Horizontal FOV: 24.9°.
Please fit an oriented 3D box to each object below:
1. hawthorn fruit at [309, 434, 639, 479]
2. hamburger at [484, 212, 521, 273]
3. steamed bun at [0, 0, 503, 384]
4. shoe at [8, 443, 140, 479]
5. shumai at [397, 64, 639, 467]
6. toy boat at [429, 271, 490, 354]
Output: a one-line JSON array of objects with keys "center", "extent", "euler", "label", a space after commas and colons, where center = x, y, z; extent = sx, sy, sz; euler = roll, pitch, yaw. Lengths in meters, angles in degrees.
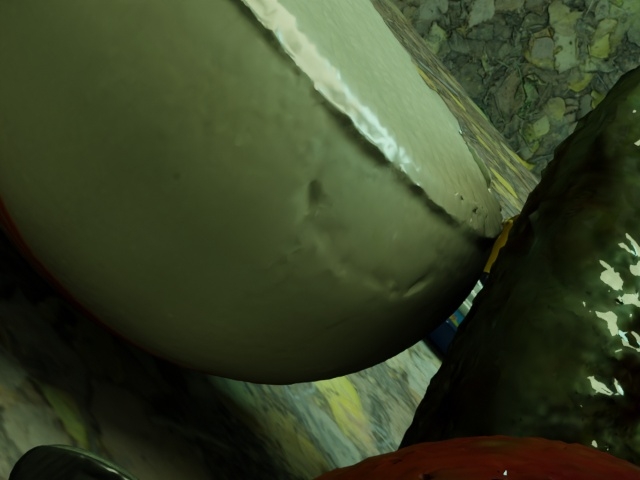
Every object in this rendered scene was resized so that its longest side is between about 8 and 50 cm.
[{"center": [0.033, 0.204, 0.400], "extent": [0.316, 0.316, 0.316], "euler": [44, 14, -14], "label": "hawthorn fruit"}, {"center": [0.211, 0.047, 1.596], "extent": [0.115, 0.162, 0.162], "euler": [42, 14, 1], "label": "hamburger"}, {"center": [-0.074, -0.069, 0.864], "extent": [0.374, 0.241, 0.374], "euler": [49, 11, -13], "label": "steamed bun"}, {"center": [-0.066, 0.159, 0.643], "extent": [0.194, 0.074, 0.077], "euler": [46, 2, -14], "label": "shoe"}, {"center": [0.233, 0.113, 0.821], "extent": [0.348, 0.395, 0.395], "euler": [27, 14, 2], "label": "shumai"}, {"center": [0.082, -0.008, 1.481], "extent": [0.295, 0.088, 0.129], "euler": [49, 14, 7], "label": "toy boat"}]
